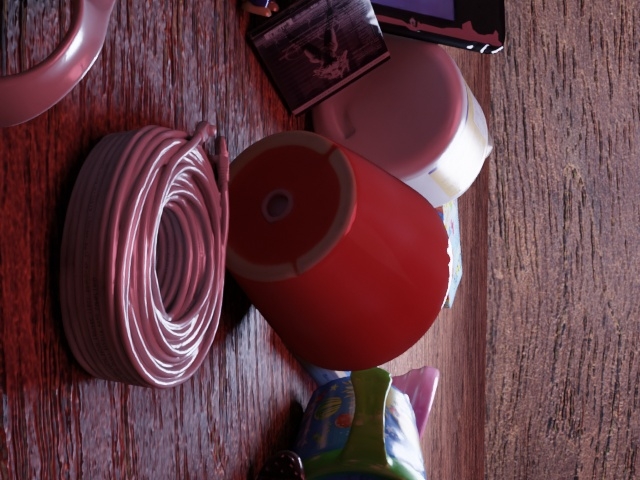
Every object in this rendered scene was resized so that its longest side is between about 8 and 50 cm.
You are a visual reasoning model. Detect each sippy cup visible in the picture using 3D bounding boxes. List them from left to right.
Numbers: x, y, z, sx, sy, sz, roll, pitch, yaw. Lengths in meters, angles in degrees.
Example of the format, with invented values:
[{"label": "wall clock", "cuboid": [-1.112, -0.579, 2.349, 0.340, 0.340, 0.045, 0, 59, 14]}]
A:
[{"label": "sippy cup", "cuboid": [0.054, 0.327, 1.758, 0.240, 0.305, 0.224, 36, 33, -22]}]

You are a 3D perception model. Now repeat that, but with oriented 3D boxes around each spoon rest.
[{"label": "spoon rest", "cuboid": [-0.211, -0.217, 1.002, 0.137, 0.084, 0.276, 67, 30, -55]}]

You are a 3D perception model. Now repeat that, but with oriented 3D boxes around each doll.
[{"label": "doll", "cuboid": [-0.053, -0.376, 1.486, 0.129, 0.046, 0.189, -55, 163, -66]}]

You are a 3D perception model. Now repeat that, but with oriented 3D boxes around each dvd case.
[{"label": "dvd case", "cuboid": [0.004, -0.266, 1.632, 0.018, 0.164, 0.221, 58, 1, 27]}]

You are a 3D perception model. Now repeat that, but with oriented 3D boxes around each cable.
[{"label": "cable", "cuboid": [-0.169, 0.016, 1.166, 0.257, 0.089, 0.257, -31, 122, -70]}]

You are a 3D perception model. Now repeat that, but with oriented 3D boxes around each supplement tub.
[{"label": "supplement tub", "cuboid": [0.138, -0.180, 1.921, 0.331, 0.241, 0.241, 30, 63, -72]}]

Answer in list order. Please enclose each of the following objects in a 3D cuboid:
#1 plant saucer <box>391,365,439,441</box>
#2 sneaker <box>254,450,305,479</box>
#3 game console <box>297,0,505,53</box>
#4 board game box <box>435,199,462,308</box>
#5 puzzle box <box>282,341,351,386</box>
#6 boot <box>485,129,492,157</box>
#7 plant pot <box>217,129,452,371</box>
[{"label": "plant saucer", "cuboid": [0.112, 0.363, 2.030, 0.332, 0.084, 0.332, 20, 90, -85]}, {"label": "sneaker", "cuboid": [-0.056, 0.397, 1.621, 0.106, 0.078, 0.234, 3, 92, -77]}, {"label": "game console", "cuboid": [0.120, -0.463, 1.741, 0.386, 0.060, 0.342, 4, 77, -36]}, {"label": "board game box", "cuboid": [0.180, -0.026, 2.253, 0.144, 0.142, 0.275, -61, 148, -58]}, {"label": "puzzle box", "cuboid": [0.036, 0.104, 1.937, 0.409, 0.052, 0.272, 58, 37, -62]}, {"label": "boot", "cuboid": [0.185, -0.251, 2.133, 0.305, 0.112, 0.115, 52, 42, -2]}, {"label": "plant pot", "cuboid": [0.000, 0.000, 1.489, 0.243, 0.275, 0.275, 40, 52, -57]}]
